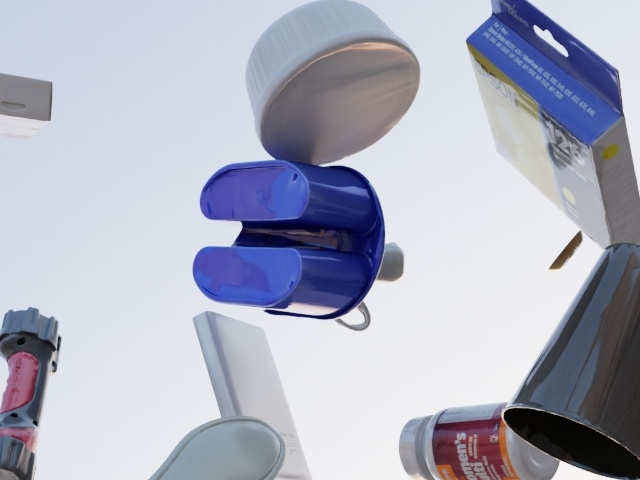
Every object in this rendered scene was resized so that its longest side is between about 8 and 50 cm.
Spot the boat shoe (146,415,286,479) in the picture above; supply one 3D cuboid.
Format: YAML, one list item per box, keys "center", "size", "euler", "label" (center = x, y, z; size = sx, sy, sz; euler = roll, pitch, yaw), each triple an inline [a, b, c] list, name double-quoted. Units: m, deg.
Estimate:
- center: [-0.118, 0.251, 0.951]
  size: [0.254, 0.095, 0.079]
  euler: [-39, -23, -58]
  label: "boat shoe"

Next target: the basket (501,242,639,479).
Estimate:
- center: [0.329, 0.130, 1.126]
  size: [0.154, 0.204, 0.227]
  euler: [34, -107, -8]
  label: "basket"

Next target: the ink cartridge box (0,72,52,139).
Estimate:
- center: [-0.416, -0.177, 1.328]
  size: [0.099, 0.135, 0.056]
  euler: [7, -98, -28]
  label: "ink cartridge box"

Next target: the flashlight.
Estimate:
- center: [-0.430, 0.219, 1.401]
  size: [0.103, 0.304, 0.103]
  euler: [-1, -49, -6]
  label: "flashlight"

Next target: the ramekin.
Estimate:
- center: [0.009, -0.248, 1.547]
  size: [0.272, 0.127, 0.273]
  euler: [-19, -29, -11]
  label: "ramekin"

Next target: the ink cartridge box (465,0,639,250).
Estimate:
- center: [0.304, -0.164, 1.343]
  size: [0.072, 0.304, 0.307]
  euler: [-32, -47, -2]
  label: "ink cartridge box"

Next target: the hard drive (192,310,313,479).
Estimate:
- center: [-0.113, 0.281, 1.730]
  size: [0.040, 0.308, 0.203]
  euler: [-29, -25, 18]
  label: "hard drive"

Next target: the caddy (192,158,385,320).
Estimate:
- center: [-0.046, -0.002, 1.571]
  size: [0.179, 0.341, 0.242]
  euler: [11, -96, -42]
  label: "caddy"

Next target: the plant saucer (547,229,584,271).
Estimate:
- center: [0.380, 0.019, 1.548]
  size: [0.083, 0.015, 0.083]
  euler: [-47, -14, -16]
  label: "plant saucer"

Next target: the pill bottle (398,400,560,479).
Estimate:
- center: [0.228, 0.300, 1.471]
  size: [0.121, 0.221, 0.121]
  euler: [15, -112, -42]
  label: "pill bottle"

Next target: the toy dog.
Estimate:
- center: [0.000, 0.000, 1.886]
  size: [0.161, 0.333, 0.220]
  euler: [-58, -7, -49]
  label: "toy dog"
